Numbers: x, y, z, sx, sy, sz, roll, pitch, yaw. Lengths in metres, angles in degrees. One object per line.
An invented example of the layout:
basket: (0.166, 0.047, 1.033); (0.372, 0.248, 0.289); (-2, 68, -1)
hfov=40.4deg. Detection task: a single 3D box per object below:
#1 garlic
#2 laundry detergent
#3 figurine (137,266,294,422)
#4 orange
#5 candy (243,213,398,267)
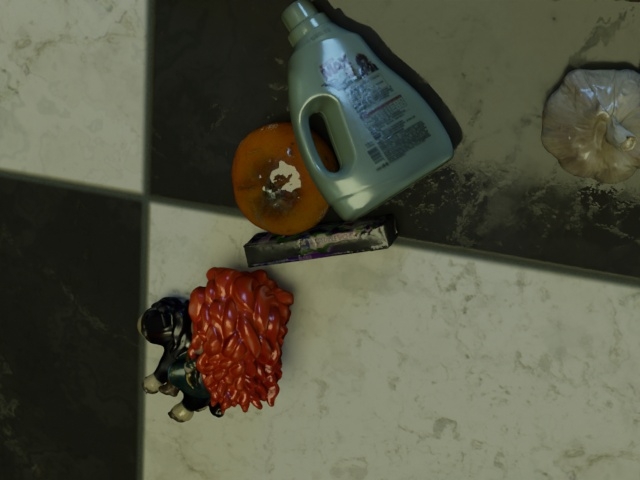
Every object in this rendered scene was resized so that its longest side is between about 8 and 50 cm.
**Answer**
garlic: (0.489, -0.193, 1.489); (0.219, 0.212, 0.218); (3, 108, 8)
laundry detergent: (0.043, -0.257, 1.605); (0.264, 0.125, 0.397); (-32, 89, -13)
figurine: (-0.231, 0.223, 1.848); (0.412, 0.241, 0.306); (-19, 79, 39)
orange: (-0.073, -0.120, 1.694); (0.224, 0.170, 0.223); (4, 109, 12)
candy: (0.000, 0.000, 1.758); (0.313, 0.088, 0.061); (-9, 106, 19)
